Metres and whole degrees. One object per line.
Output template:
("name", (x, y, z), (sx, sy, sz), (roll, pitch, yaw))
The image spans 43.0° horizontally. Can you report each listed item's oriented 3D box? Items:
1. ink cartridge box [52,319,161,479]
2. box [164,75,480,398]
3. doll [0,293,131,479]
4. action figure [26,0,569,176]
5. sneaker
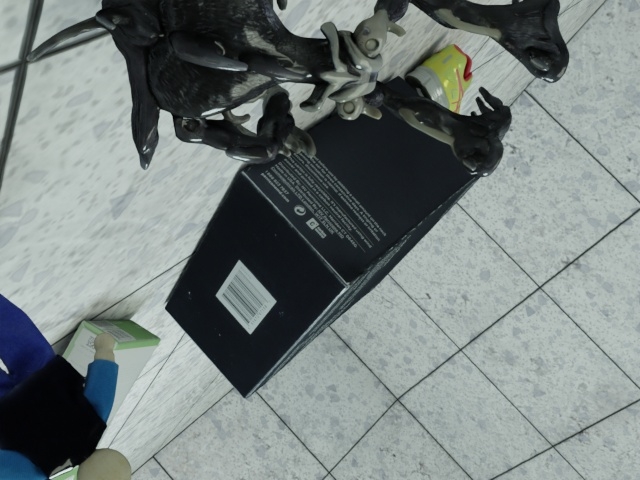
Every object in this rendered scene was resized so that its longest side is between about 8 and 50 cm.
("ink cartridge box", (-0.287, 0.207, 0.961), (0.235, 0.056, 0.171), (-59, 173, -2))
("box", (0.000, 0.000, 1.086), (0.312, 0.179, 0.343), (-36, 170, -40))
("doll", (-0.201, 0.107, 0.577), (0.129, 0.189, 0.046), (-39, 172, -27))
("action figure", (-0.013, -0.112, 0.459), (0.141, 0.276, 0.164), (-113, -145, -60))
("sneaker", (0.186, -0.227, 1.185), (0.094, 0.081, 0.208), (-46, 172, 6))
